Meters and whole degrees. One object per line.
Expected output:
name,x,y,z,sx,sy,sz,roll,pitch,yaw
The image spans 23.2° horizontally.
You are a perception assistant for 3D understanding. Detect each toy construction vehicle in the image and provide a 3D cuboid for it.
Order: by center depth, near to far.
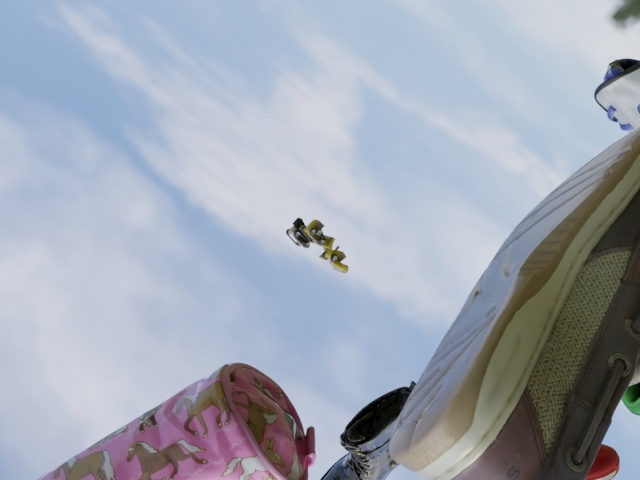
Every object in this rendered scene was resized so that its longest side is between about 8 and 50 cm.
toy construction vehicle,0.000,0.000,2.149,0.098,0.035,0.086,47,162,-32

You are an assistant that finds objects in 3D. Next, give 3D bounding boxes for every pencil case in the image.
pencil case,-0.192,0.284,1.702,0.160,0.386,0.167,61,-162,15

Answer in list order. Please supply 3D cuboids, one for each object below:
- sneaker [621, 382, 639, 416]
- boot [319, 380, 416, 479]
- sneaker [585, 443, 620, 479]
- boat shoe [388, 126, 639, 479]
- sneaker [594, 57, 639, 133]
sneaker,0.492,0.089,2.017,0.146,0.343,0.134,5,-164,-33
boot,0.063,0.330,2.440,0.091,0.263,0.229,45,176,22
sneaker,0.321,0.281,2.205,0.221,0.128,0.087,-1,-147,-6
boat shoe,0.132,0.040,0.798,0.092,0.103,0.285,45,-136,-5
sneaker,0.360,-0.099,1.550,0.182,0.315,0.127,21,-153,23
